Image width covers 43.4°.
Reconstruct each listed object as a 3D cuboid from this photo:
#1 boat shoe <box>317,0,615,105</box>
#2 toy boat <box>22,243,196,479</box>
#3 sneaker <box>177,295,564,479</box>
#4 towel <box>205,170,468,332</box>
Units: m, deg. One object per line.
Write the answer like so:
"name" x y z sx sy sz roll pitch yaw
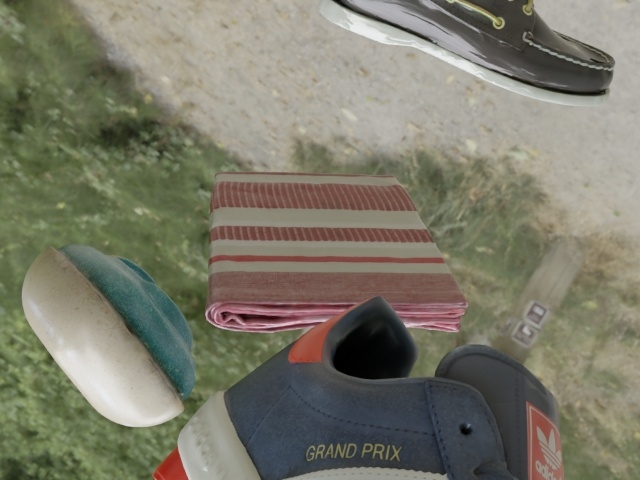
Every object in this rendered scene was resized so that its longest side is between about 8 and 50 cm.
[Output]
"boat shoe" 0.113 -0.163 0.586 0.227 0.069 0.081 19 -151 1
"toy boat" -0.172 0.126 0.838 0.267 0.148 0.318 21 145 57
"sneaker" 0.062 0.130 0.303 0.131 0.148 0.350 52 175 -38
"towel" 0.000 0.000 0.856 0.236 0.037 0.329 2 -155 -7
